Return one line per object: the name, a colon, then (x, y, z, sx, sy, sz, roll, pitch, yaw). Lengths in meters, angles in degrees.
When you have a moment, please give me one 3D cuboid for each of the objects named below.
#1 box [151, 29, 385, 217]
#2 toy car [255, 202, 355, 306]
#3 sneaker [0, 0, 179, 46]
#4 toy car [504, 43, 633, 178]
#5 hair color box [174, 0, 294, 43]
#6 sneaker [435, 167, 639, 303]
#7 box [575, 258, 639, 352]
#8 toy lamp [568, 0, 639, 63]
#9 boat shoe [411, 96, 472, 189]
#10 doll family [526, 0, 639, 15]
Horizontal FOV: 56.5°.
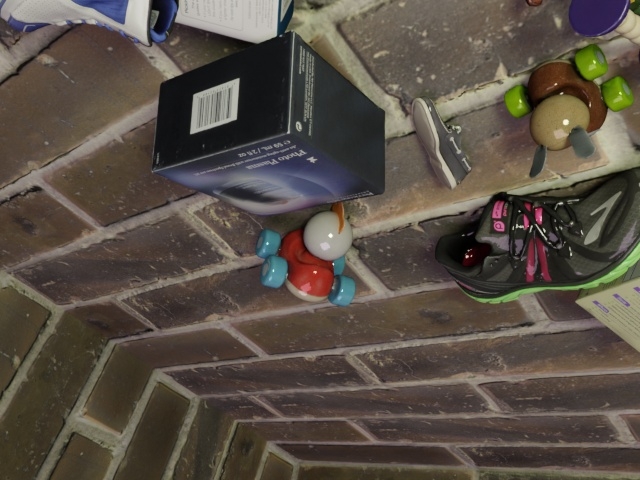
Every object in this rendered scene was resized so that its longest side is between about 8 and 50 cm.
box: (-0.079, -0.177, 1.049, 0.296, 0.182, 0.294, -9, 162, 33)
toy car: (0.000, 0.000, 1.379, 0.219, 0.210, 0.238, 18, 118, -23)
sneaker: (-0.316, -0.349, 0.864, 0.316, 0.127, 0.182, -14, 132, 36)
toy car: (0.379, -0.177, 0.922, 0.149, 0.188, 0.155, 37, 141, -24)
hair color box: (-0.213, -0.432, 0.907, 0.347, 0.105, 0.174, 16, 145, 3)
sneaker: (0.415, -0.005, 1.146, 0.202, 0.185, 0.483, 30, 142, -24)
box: (0.677, 0.114, 1.166, 0.213, 0.117, 0.243, 38, 156, 0)
toy lamp: (0.426, -0.267, 0.782, 0.275, 0.080, 0.080, 1, 160, -39)
boat shoe: (0.228, -0.189, 1.103, 0.065, 0.075, 0.206, -34, 126, -4)
doll family: (0.366, -0.345, 0.806, 0.193, 0.076, 0.111, 29, 148, -7)
